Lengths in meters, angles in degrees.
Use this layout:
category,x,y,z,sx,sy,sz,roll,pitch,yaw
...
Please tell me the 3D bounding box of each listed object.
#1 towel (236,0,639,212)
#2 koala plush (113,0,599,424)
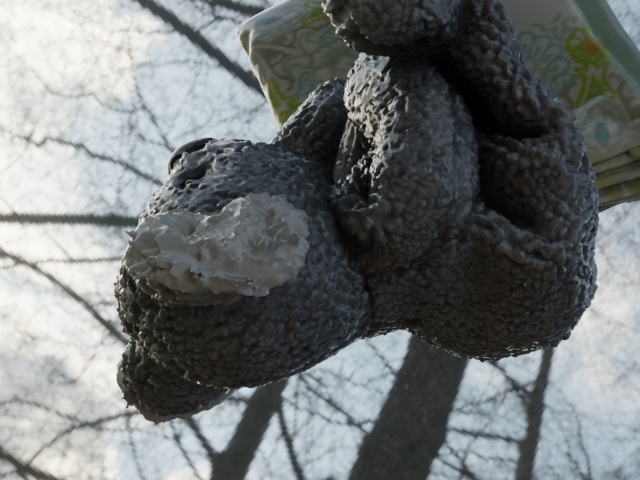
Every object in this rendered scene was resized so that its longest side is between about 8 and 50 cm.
category,x,y,z,sx,sy,sz,roll,pitch,yaw
towel,0.115,-0.140,1.100,0.321,0.374,0.090,-23,-36,1
koala plush,0.000,0.000,0.576,0.203,0.221,0.196,56,-28,15
